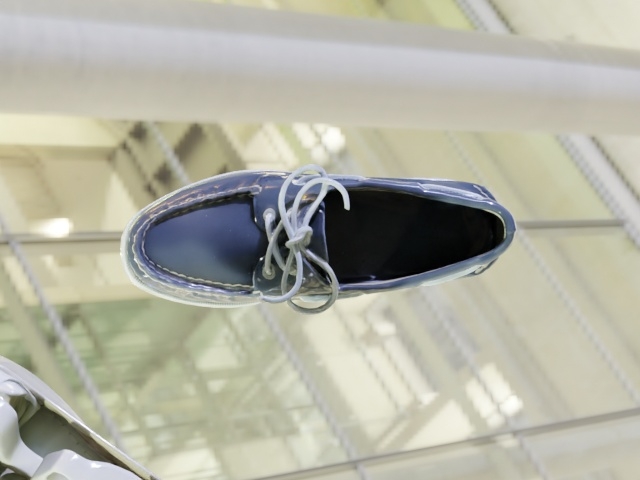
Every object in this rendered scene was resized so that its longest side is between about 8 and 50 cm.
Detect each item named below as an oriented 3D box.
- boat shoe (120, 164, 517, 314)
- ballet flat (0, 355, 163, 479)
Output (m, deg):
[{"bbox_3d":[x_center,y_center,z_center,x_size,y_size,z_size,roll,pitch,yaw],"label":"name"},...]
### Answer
[{"bbox_3d":[0.000,0.000,1.051,0.079,0.254,0.095,-178,-90,-80],"label":"boat shoe"},{"bbox_3d":[-0.156,0.119,0.897,0.248,0.086,0.086,32,-64,6],"label":"ballet flat"}]
